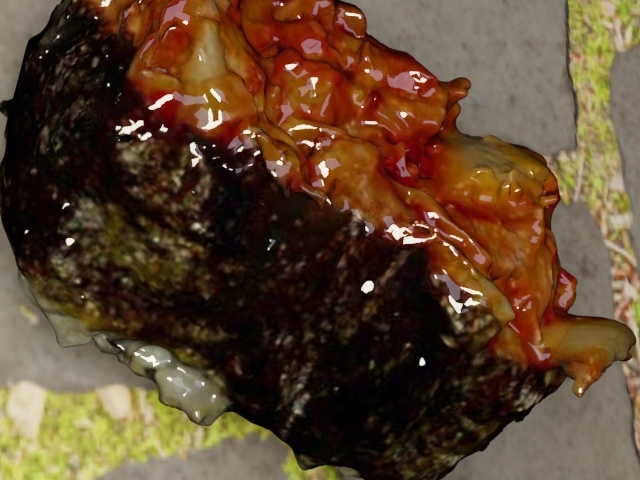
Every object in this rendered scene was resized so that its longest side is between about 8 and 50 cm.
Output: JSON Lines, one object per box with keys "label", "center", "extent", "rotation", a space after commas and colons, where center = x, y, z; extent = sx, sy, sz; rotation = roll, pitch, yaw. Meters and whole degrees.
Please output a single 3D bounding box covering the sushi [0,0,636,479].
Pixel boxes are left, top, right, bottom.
{"label": "sushi", "center": [0.000, 0.000, 0.989], "extent": [0.343, 0.182, 0.196], "rotation": [29, 43, -22]}
